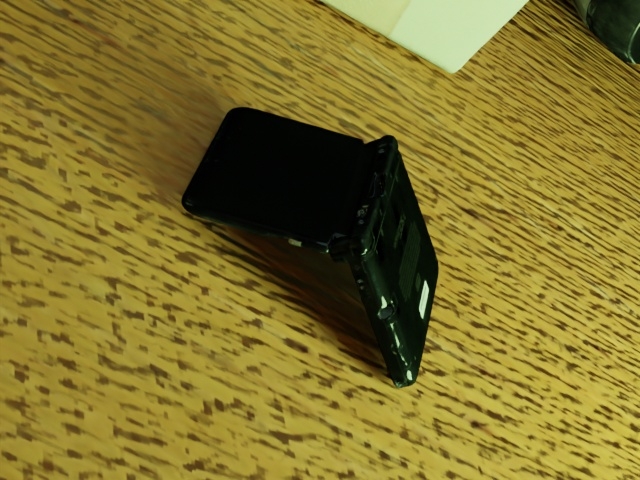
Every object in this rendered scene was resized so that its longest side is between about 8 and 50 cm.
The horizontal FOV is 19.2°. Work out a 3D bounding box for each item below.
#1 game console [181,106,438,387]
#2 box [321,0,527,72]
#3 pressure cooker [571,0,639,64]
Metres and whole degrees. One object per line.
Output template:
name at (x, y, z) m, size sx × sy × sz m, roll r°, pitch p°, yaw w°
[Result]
game console at (0.000, 0.000, 0.824) m, size 0.122 × 0.071 × 0.107 m, roll -70°, pitch 143°, yaw -64°
box at (-0.009, -0.229, 1.049) m, size 0.311 × 0.121 × 0.148 m, roll 25°, pitch 30°, yaw -39°
pressure cooker at (0.273, -0.385, 1.428) m, size 0.420 × 0.370 × 0.375 m, roll 63°, pitch 2°, yaw 14°
